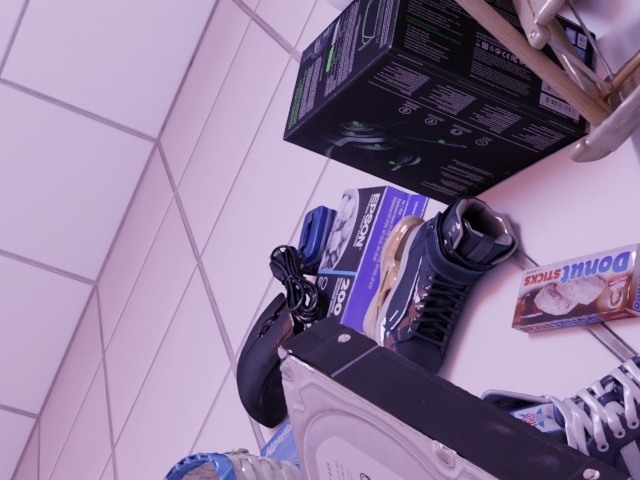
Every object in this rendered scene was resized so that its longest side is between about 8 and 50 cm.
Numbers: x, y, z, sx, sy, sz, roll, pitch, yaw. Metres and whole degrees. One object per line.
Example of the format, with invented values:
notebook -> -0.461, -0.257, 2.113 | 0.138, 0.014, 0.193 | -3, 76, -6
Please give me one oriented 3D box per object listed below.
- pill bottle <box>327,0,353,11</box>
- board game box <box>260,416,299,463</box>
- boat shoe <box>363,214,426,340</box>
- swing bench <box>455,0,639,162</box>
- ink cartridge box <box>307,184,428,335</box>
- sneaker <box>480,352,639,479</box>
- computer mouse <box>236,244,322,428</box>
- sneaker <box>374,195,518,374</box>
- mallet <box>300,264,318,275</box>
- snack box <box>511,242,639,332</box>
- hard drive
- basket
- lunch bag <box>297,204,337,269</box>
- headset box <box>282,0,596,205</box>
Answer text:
pill bottle -> 0.088, -0.463, 1.777 | 0.221, 0.121, 0.121 | -24, 48, 63
board game box -> -0.009, 0.272, 1.453 | 0.281, 0.027, 0.145 | -53, 27, 37
boat shoe -> 0.103, 0.055, 1.334 | 0.059, 0.063, 0.170 | -138, 60, -66
swing bench -> 0.278, -0.251, 0.980 | 0.254, 0.165, 0.253 | 55, 132, 16
ink cartridge box -> 0.058, 0.026, 1.494 | 0.208, 0.045, 0.206 | -1, 70, 67
sneaker -> 0.223, 0.126, 0.813 | 0.282, 0.153, 0.099 | -58, 23, 28
computer mouse -> -0.077, 0.154, 1.593 | 0.188, 0.072, 0.272 | -120, 41, -59
sneaker -> 0.138, 0.057, 1.196 | 0.163, 0.086, 0.226 | -36, 37, 61
mallet -> -0.037, 0.024, 1.757 | 0.190, 0.039, 0.062 | 178, 110, -73
snack box -> 0.245, 0.048, 1.024 | 0.178, 0.022, 0.064 | -22, 49, 64
hard drive -> 0.109, 0.220, 0.795 | 0.339, 0.064, 0.237 | 25, 135, 43
basket -> -0.155, 0.369, 1.330 | 0.255, 0.289, 0.201 | -36, 66, 51
lunch bag -> 0.000, 0.000, 1.635 | 0.067, 0.065, 0.098 | -31, 42, 60
headset box -> 0.123, -0.166, 1.222 | 0.283, 0.246, 0.131 | -34, 41, 60
